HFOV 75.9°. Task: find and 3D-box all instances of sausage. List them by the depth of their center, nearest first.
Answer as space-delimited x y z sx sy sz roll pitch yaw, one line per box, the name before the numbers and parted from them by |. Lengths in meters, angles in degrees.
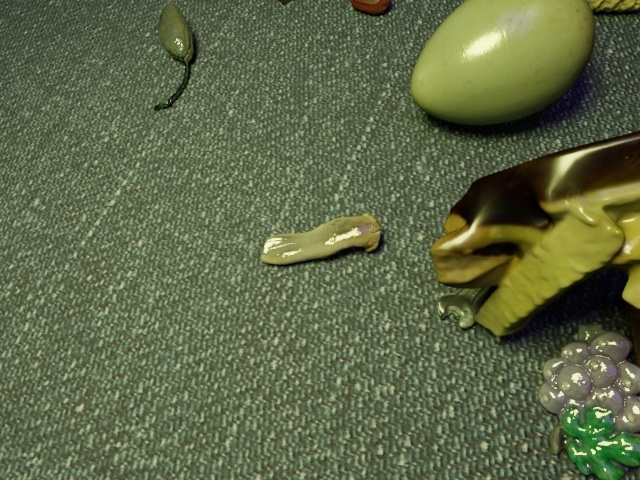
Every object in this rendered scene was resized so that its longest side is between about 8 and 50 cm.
sausage | 0.108 -0.533 0.900 0.094 0.059 0.054 24 27 16

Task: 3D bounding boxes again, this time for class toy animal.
toy animal | -0.313 -0.400 0.892 0.079 0.070 0.253 -16 73 37

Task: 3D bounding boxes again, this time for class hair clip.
hair clip | 0.356 0.208 0.539 0.124 0.052 0.196 -9 65 39

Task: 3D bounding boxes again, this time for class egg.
egg | 0.294 -0.305 0.692 0.295 0.218 0.219 -23 65 11

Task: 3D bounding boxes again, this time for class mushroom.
mushroom | 0.000 0.003 0.678 0.201 0.054 0.059 -14 59 6

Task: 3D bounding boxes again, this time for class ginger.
ginger | 0.365 -0.005 0.483 0.413 0.358 0.212 -13 90 32

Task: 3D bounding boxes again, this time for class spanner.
spanner | 0.296 0.023 0.651 0.071 0.017 0.302 40 75 21

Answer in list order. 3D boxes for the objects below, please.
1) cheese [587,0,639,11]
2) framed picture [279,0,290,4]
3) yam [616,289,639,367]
cheese | 0.569 -0.521 0.822 0.167 0.094 0.123 3 64 7
framed picture | -0.082 -0.743 1.042 0.255 0.014 0.339 -36 66 -9
yam | 0.466 0.176 0.507 0.130 0.131 0.280 -1 68 6
